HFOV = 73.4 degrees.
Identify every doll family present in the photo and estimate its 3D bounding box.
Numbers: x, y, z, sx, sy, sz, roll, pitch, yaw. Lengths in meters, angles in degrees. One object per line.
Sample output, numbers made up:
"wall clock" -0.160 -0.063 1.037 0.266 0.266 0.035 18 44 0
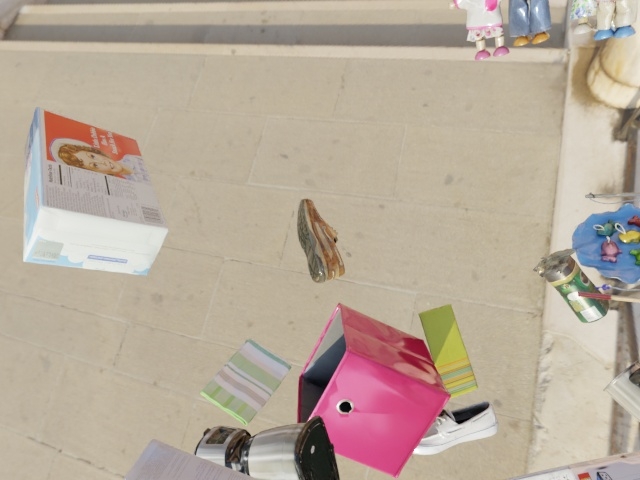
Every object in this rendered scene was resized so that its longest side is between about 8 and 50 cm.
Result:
"doll family" 0.326 -0.373 0.611 0.263 0.163 0.118 5 41 36

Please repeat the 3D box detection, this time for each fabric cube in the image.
"fabric cube" 0.110 0.353 1.045 0.258 0.259 0.254 26 103 -8

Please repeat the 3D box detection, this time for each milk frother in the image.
"milk frother" 0.620 0.268 0.759 0.143 0.129 0.135 -20 49 -24

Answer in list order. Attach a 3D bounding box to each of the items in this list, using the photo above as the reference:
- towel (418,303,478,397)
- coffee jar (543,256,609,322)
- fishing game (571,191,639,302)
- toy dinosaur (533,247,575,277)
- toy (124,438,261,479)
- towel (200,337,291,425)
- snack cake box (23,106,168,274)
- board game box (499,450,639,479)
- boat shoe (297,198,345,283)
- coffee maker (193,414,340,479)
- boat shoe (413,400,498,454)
"towel" 0.347 0.301 1.172 0.102 0.021 0.237 -14 80 -12
"coffee jar" 0.692 0.127 1.170 0.184 0.079 0.096 51 46 0
"fishing game" 0.516 -0.004 0.698 0.189 0.041 0.264 5 46 37
"toy dinosaur" 0.577 0.040 1.036 0.093 0.183 0.053 -29 80 -34
"toy" -0.094 0.291 0.396 0.237 0.137 0.056 16 122 11
"towel" -0.139 0.264 0.826 0.113 0.023 0.152 25 39 17
"snack cake box" -0.335 -0.075 0.624 0.089 0.152 0.264 -56 45 23
"board game box" 0.317 0.359 0.611 0.193 0.305 0.053 3 54 -21
"boat shoe" 0.000 0.000 1.511 0.120 0.122 0.324 -5 62 -20
"coffee maker" -0.074 0.340 0.590 0.178 0.120 0.171 -15 70 23
"boat shoe" 0.343 0.493 1.153 0.258 0.095 0.084 -16 99 -5
